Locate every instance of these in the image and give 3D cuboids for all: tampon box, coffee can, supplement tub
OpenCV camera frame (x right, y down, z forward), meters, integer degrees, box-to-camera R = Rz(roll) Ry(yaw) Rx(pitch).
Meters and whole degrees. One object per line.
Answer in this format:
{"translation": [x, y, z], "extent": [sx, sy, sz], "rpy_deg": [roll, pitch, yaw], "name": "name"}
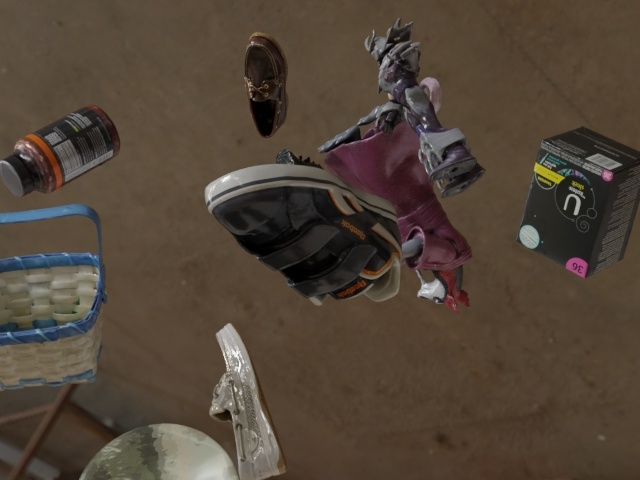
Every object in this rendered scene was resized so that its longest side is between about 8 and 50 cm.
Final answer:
{"translation": [0.358, -0.054, 1.435], "extent": [0.120, 0.101, 0.161], "rpy_deg": [32, 126, 37], "name": "tampon box"}
{"translation": [-0.174, 0.370, 1.301], "extent": [0.201, 0.202, 0.275], "rpy_deg": [17, 151, 15], "name": "coffee can"}
{"translation": [-0.448, -0.149, 1.796], "extent": [0.106, 0.198, 0.106], "rpy_deg": [32, 140, 31], "name": "supplement tub"}

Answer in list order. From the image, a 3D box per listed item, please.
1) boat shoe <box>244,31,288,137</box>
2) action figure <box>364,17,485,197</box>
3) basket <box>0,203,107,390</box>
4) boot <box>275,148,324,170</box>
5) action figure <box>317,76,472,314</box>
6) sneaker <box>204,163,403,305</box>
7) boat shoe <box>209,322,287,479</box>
{"translation": [-0.096, -0.269, 1.851], "extent": [0.073, 0.073, 0.207], "rpy_deg": [11, 143, 19], "name": "boat shoe"}
{"translation": [0.137, -0.204, 1.557], "extent": [0.285, 0.099, 0.185], "rpy_deg": [61, 173, 24], "name": "action figure"}
{"translation": [-0.445, 0.078, 1.567], "extent": [0.254, 0.201, 0.289], "rpy_deg": [-3, 129, -5], "name": "basket"}
{"translation": [-0.021, -0.094, 1.752], "extent": [0.045, 0.121, 0.099], "rpy_deg": [-38, 142, 22], "name": "boot"}
{"translation": [0.163, -0.047, 1.777], "extent": [0.370, 0.275, 0.248], "rpy_deg": [55, 180, -4], "name": "action figure"}
{"translation": [0.000, 0.000, 1.242], "extent": [0.126, 0.128, 0.321], "rpy_deg": [-25, 157, 34], "name": "sneaker"}
{"translation": [-0.140, 0.267, 1.738], "extent": [0.096, 0.277, 0.098], "rpy_deg": [-19, 150, -5], "name": "boat shoe"}
